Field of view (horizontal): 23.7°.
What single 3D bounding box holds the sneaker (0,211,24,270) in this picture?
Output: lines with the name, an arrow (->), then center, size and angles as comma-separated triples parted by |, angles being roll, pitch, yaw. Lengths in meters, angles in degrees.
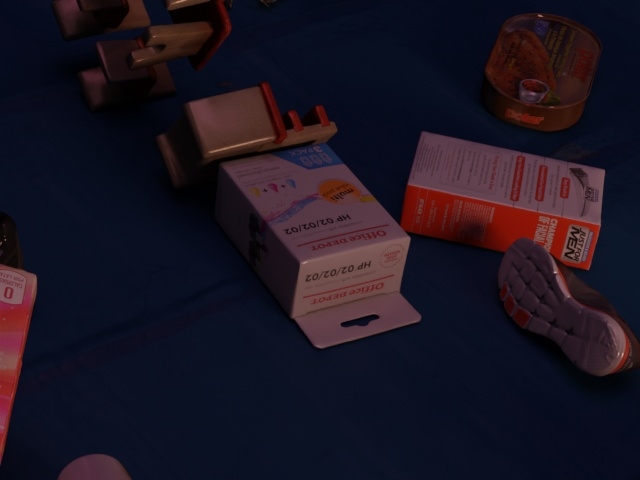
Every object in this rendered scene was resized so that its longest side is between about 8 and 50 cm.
sneaker -> -0.304, 0.041, 1.086 | 0.078, 0.106, 0.234 | 33, 43, 30

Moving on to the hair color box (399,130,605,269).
hair color box -> 0.159, -0.036, 1.330 | 0.167, 0.053, 0.093 | 12, 36, 6

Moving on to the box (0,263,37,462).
box -> -0.342, 0.077, 0.920 | 0.300, 0.154, 0.142 | 16, 51, -16

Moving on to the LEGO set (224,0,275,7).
LEGO set -> -0.065, -0.259, 1.608 | 0.083, 0.023, 0.054 | -9, 36, -2

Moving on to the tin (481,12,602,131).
tin -> 0.223, -0.170, 1.536 | 0.106, 0.040, 0.189 | 13, 37, 12

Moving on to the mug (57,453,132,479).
mug -> -0.141, 0.177, 0.996 | 0.062, 0.078, 0.064 | -34, 36, -1

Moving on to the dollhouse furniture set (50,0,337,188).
dollhouse furniture set -> -0.102, -0.183, 1.330 | 0.135, 0.262, 0.259 | -15, 77, -31

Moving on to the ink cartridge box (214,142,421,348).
ink cartridge box -> 0.000, 0.000, 1.241 | 0.104, 0.061, 0.181 | -14, 43, -27

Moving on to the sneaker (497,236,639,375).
sneaker -> 0.202, 0.059, 1.228 | 0.065, 0.061, 0.158 | 14, 28, -41
